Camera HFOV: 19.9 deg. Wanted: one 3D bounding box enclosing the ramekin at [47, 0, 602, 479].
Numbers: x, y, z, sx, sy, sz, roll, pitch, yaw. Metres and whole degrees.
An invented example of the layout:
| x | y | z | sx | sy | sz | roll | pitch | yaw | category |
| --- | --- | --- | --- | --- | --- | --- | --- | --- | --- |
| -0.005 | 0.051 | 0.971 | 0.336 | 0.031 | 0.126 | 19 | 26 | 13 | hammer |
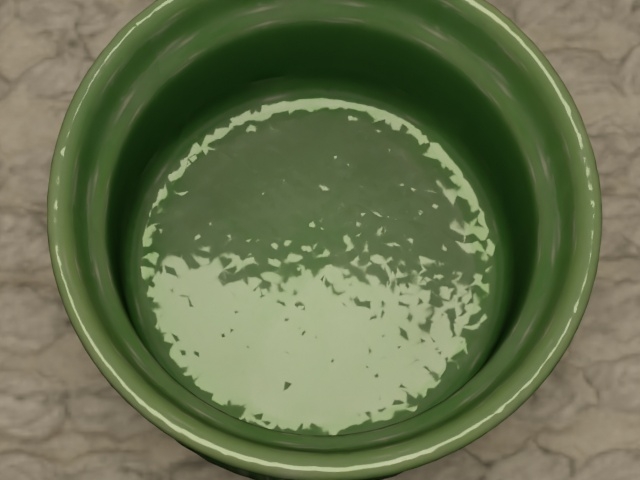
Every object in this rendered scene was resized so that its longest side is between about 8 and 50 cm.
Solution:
| x | y | z | sx | sy | sz | roll | pitch | yaw | category |
| --- | --- | --- | --- | --- | --- | --- | --- | --- | --- |
| 0.000 | 0.000 | 1.053 | 0.303 | 0.148 | 0.303 | 1 | 73 | -2 | ramekin |
